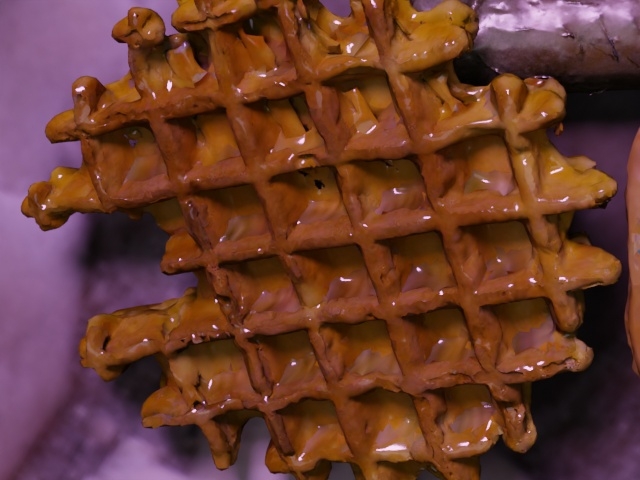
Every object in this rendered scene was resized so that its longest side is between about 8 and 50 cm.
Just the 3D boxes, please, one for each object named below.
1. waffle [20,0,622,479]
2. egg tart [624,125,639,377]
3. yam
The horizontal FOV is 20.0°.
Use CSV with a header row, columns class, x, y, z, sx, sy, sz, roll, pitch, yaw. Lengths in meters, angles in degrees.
class,x,y,z,sx,sy,sz,roll,pitch,yaw
waffle,0.000,0.000,0.712,0.228,0.051,0.232,34,122,1
egg tart,0.263,-0.002,0.654,0.315,0.120,0.315,2,103,11
yam,0.095,-0.082,0.705,0.132,0.054,0.054,-1,102,9
